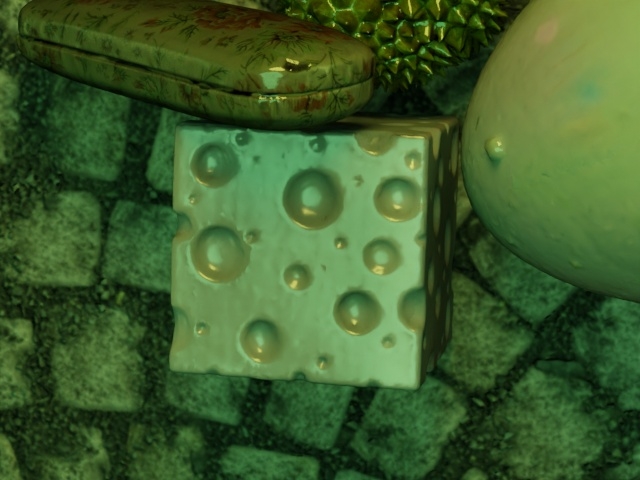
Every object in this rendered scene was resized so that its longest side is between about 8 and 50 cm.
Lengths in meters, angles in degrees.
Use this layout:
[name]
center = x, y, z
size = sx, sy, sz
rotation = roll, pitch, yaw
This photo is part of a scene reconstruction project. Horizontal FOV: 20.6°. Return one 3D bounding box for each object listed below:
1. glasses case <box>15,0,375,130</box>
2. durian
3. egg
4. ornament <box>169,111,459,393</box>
[glasses case]
center = -0.126, -0.178, 1.661
size = 0.425, 0.156, 0.098
rotation = 18, 114, 45
[durian]
center = 0.069, -0.245, 1.698
size = 0.236, 0.176, 0.200
rotation = -14, 115, 2
[egg]
center = 0.292, -0.094, 1.586
size = 0.339, 0.354, 0.354
rotation = -27, 92, 25
[ornament]
center = 0.000, 0.000, 1.707
size = 0.239, 0.240, 0.240
rotation = 3, 98, 11
